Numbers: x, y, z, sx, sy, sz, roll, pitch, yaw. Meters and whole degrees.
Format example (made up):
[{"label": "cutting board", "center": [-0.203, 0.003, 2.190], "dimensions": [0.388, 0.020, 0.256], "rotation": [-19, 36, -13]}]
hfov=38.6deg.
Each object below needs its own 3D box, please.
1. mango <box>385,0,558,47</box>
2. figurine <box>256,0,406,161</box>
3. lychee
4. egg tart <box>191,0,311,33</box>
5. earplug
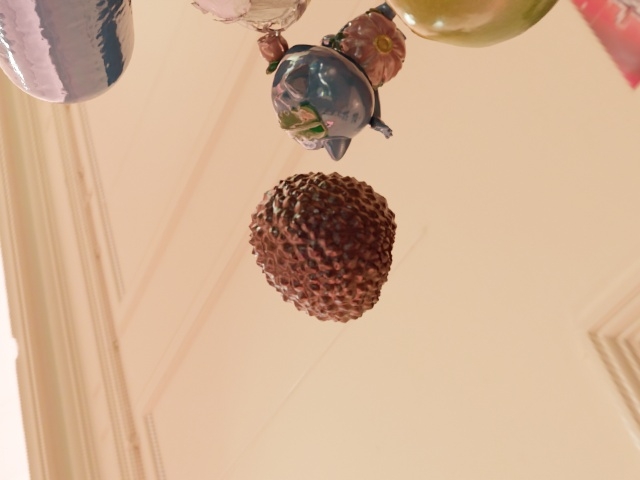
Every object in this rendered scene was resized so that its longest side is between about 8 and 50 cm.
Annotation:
[{"label": "mango", "center": [0.078, -0.191, 0.443], "dimensions": [0.122, 0.191, 0.086], "rotation": [15, -162, 35]}, {"label": "figurine", "center": [0.013, -0.166, 0.900], "dimensions": [0.144, 0.114, 0.178], "rotation": [20, -120, 42]}, {"label": "lychee", "center": [0.000, 0.000, 1.138], "dimensions": [0.188, 0.188, 0.188], "rotation": [17, -136, -18]}, {"label": "egg tart", "center": [-0.118, -0.355, 1.154], "dimensions": [0.234, 0.234, 0.094], "rotation": [37, -118, 4]}, {"label": "earplug", "center": [-0.187, -0.183, 0.610], "dimensions": [0.133, 0.273, 0.132], "rotation": [2, -109, -5]}]
